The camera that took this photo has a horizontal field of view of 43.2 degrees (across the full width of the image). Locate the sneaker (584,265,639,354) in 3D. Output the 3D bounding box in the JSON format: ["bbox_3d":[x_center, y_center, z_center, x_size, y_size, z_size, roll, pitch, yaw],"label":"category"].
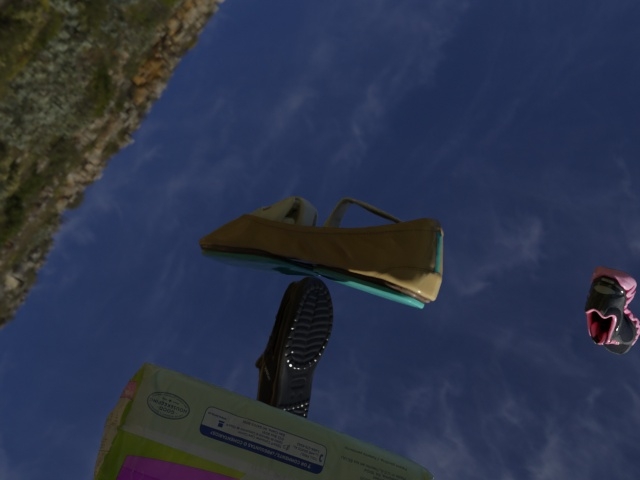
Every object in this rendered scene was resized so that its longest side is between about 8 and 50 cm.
[{"bbox_3d":[0.260,0.076,0.735,0.047,0.119,0.057,12,-122,34],"label":"sneaker"}]

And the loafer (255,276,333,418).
[{"bbox_3d":[-0.049,0.148,1.034,0.078,0.080,0.220,17,-87,42],"label":"loafer"}]

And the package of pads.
[{"bbox_3d":[-0.069,0.198,0.663,0.229,0.296,0.101,21,-111,-5],"label":"package of pads"}]

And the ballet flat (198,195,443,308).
[{"bbox_3d":[0.000,0.000,0.659,0.232,0.080,0.073,10,-99,35],"label":"ballet flat"}]
